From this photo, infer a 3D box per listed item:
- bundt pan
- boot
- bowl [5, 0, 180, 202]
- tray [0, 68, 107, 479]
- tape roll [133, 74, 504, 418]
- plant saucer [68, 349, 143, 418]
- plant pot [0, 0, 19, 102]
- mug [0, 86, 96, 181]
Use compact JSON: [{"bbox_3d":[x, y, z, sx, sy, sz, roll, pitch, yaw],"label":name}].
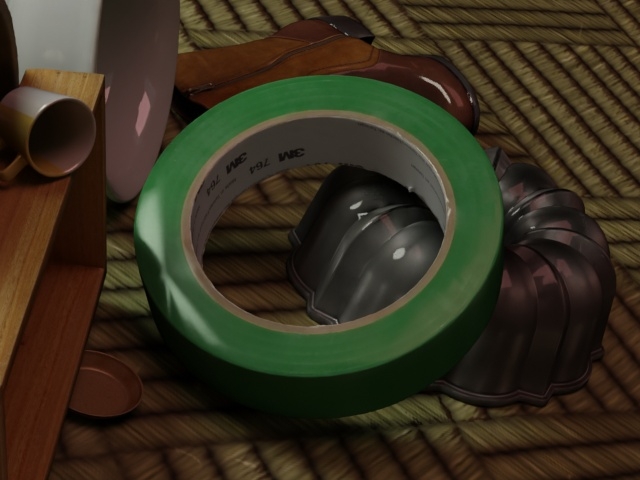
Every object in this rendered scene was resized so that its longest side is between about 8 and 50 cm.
[{"bbox_3d":[0.140,0.008,1.759,0.331,0.124,0.331,15,33,-10],"label":"bundt pan"},{"bbox_3d":[-0.001,-0.158,1.953,0.280,0.096,0.264,-19,49,-44],"label":"boot"},{"bbox_3d":[-0.232,-0.189,1.726,0.134,0.297,0.298,6,31,8],"label":"bowl"},{"bbox_3d":[-0.231,0.059,1.387,0.076,0.202,0.411,6,35,2],"label":"tray"},{"bbox_3d":[0.000,0.000,1.602,0.321,0.077,0.321,-3,56,4],"label":"tape roll"},{"bbox_3d":[-0.189,0.123,1.509,0.083,0.015,0.083,13,33,-9],"label":"plant saucer"},{"bbox_3d":[-0.413,-0.040,1.387,0.306,0.333,0.334,7,33,-1],"label":"plant pot"},{"bbox_3d":[-0.218,-0.085,1.366,0.078,0.062,0.064,-18,32,-38],"label":"mug"}]
